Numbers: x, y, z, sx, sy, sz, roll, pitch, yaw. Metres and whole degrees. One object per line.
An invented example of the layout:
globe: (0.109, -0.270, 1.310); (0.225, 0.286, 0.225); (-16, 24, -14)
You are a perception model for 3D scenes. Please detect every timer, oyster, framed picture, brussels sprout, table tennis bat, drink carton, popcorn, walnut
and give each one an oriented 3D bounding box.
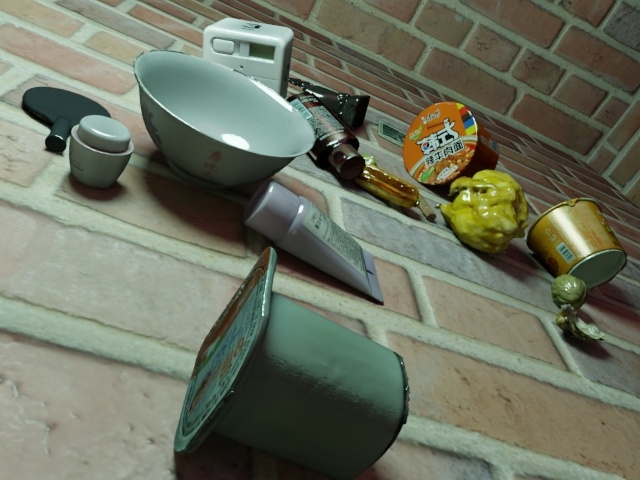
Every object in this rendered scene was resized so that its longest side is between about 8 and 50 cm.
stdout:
timer: (-0.181, -0.435, 1.348); (0.193, 0.194, 0.195); (9, 28, 0)
oyster: (0.552, 0.184, 1.166); (0.148, 0.051, 0.103); (30, 20, -32)
framed picture: (0.265, -0.369, 1.888); (0.142, 0.011, 0.183); (26, 27, -6)
brussels sprout: (0.127, -0.193, 1.414); (0.085, 0.058, 0.085); (38, 24, -20)
table tennis bat: (-0.451, -0.219, 0.952); (0.150, 0.027, 0.236); (15, 29, -25)
drink carton: (-0.030, 0.154, 0.567); (0.190, 0.185, 0.191); (33, 24, -18)
popcorn: (0.421, -0.080, 1.353); (0.191, 0.190, 0.253); (14, 26, -40)
walnut: (0.591, 0.122, 1.279); (0.092, 0.092, 0.092); (22, 28, -12)

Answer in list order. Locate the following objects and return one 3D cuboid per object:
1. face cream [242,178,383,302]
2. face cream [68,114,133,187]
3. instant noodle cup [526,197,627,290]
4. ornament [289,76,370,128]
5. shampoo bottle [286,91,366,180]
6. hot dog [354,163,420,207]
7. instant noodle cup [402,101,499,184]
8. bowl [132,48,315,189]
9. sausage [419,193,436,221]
face cream: (0.000, 0.000, 0.945); (0.274, 0.096, 0.154); (33, 22, -21)
face cream: (-0.343, -0.137, 0.834); (0.091, 0.095, 0.091); (22, 29, -13)
instant noodle cup: (0.681, 0.020, 1.416); (0.216, 0.215, 0.172); (13, 41, -28)
ornament: (0.018, -0.457, 1.731); (0.261, 0.106, 0.251); (24, 19, 9)
shampoo bottle: (0.008, -0.270, 1.382); (0.129, 0.084, 0.323); (-24, 49, -15)
hot dog: (0.162, -0.133, 1.340); (0.188, 0.055, 0.072); (30, 58, 13)
instant noodle cup: (0.404, -0.267, 1.615); (0.192, 0.250, 0.250); (12, 31, -45)
bowl: (-0.195, -0.196, 0.998); (0.346, 0.157, 0.345); (22, 30, -14)
sausage: (0.270, -0.090, 1.402); (0.026, 0.026, 0.116); (16, 29, -23)
